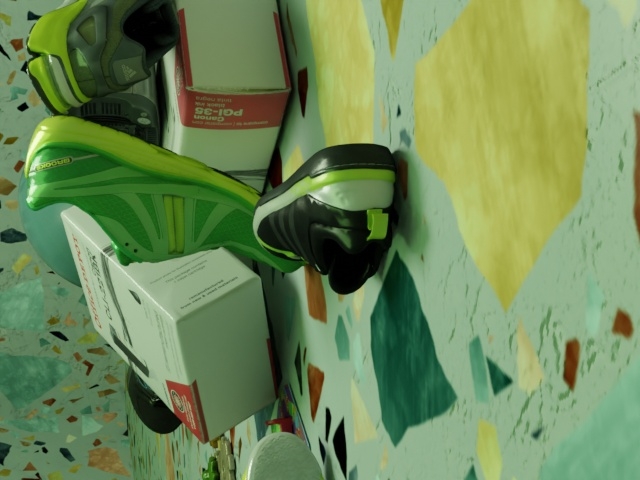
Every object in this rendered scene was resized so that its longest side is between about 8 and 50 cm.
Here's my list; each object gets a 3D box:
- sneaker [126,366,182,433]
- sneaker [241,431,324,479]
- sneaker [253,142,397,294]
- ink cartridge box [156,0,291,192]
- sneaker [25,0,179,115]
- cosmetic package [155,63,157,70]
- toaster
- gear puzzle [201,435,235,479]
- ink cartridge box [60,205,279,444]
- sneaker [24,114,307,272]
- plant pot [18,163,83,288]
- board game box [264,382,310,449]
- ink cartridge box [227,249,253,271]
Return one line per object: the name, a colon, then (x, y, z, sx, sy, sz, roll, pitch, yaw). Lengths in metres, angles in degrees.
sneaker: (-0.295, 0.254, 1.886, 0.140, 0.125, 0.341, -114, 25, -50)
sneaker: (-0.036, 0.315, 0.986, 0.126, 0.091, 0.240, 123, 141, -66)
sneaker: (0.000, 0.000, 0.814, 0.235, 0.084, 0.097, 133, 132, -69)
ink cartridge box: (-0.125, -0.170, 1.191, 0.283, 0.117, 0.207, 113, 151, -57)
sneaker: (-0.202, -0.238, 1.060, 0.300, 0.121, 0.111, -82, -17, -44)
cosmetic package: (-0.241, -0.250, 1.648, 0.238, 0.107, 0.127, 103, 162, -53)
toaster: (-0.264, -0.164, 1.243, 0.227, 0.129, 0.146, 107, 161, -59)
gear puzzle: (-0.162, 0.399, 1.561, 0.175, 0.044, 0.339, 115, 149, -60)
ink cartridge box: (-0.181, 0.075, 1.194, 0.273, 0.114, 0.197, 37, 144, 41)
sneaker: (-0.153, -0.026, 1.007, 0.109, 0.295, 0.124, -143, 75, -78)
plant pot: (-0.271, -0.092, 1.473, 0.235, 0.293, 0.293, -37, 56, 56)
board game box: (-0.045, 0.244, 1.122, 0.169, 0.033, 0.133, -114, 26, -54)
ink cartridge box: (-0.125, -0.004, 1.343, 0.088, 0.052, 0.123, 149, 119, -73)
